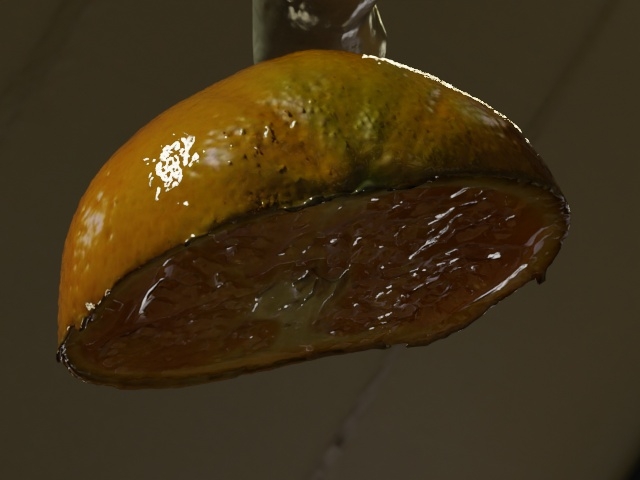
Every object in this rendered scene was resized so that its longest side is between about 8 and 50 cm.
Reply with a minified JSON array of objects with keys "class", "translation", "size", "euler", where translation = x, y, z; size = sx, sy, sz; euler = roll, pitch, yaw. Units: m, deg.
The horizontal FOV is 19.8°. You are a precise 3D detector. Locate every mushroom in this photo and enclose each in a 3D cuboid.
[{"class":"mushroom","translation":[-0.001,-0.167,1.325],"size":[0.097,0.109,0.351],"euler":[-42,-11,-16]}]

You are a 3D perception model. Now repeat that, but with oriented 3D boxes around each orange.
[{"class":"orange","translation":[0.000,-0.001,1.179],"size":[0.274,0.310,0.274],"euler":[15,-90,-87]}]
